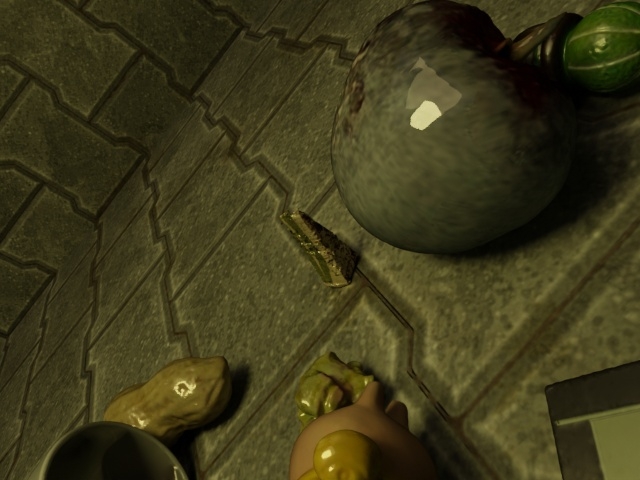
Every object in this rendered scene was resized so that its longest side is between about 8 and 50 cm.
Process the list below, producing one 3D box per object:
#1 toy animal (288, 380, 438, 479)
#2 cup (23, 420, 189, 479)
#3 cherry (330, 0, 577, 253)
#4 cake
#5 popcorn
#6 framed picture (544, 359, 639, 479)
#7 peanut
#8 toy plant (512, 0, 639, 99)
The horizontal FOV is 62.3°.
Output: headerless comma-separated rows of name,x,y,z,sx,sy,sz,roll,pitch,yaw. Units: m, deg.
toy animal,0.021,0.239,0.425,0.149,0.165,0.247,-15,41,54
cup,-0.345,0.420,0.693,0.317,0.212,0.212,-46,31,15
cherry,0.132,-0.114,0.556,0.254,0.218,0.296,56,136,22
cake,0.000,0.000,0.722,0.051,0.140,0.055,-5,41,43
popcorn,0.014,0.176,0.572,0.109,0.089,0.096,-87,7,-56
framed picture,0.265,0.199,0.260,0.265,0.016,0.346,-30,37,34
peanut,-0.231,0.256,0.803,0.257,0.124,0.123,-31,37,28
toy plant,0.283,-0.199,0.563,0.162,0.093,0.092,10,68,57
